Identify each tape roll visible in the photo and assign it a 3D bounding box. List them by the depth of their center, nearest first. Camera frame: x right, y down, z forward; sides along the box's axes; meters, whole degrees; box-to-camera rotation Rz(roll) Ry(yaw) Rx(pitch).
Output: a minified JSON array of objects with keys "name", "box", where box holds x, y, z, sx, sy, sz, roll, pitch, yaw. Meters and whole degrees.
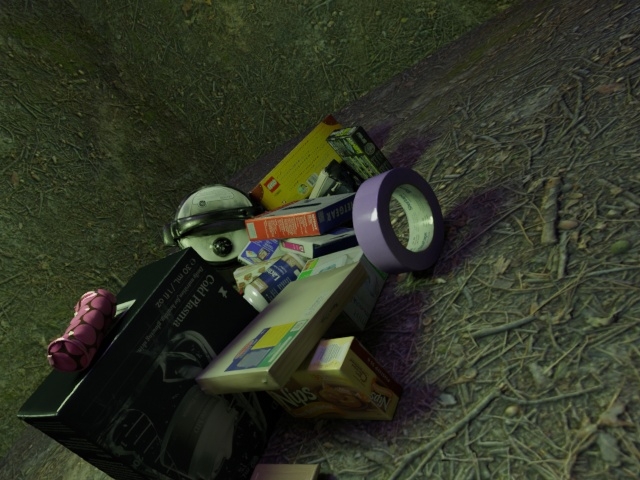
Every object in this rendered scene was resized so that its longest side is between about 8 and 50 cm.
[{"name":"tape roll","box":[0.213,-0.051,1.302,0.090,0.275,0.275,-15,34,47]}]

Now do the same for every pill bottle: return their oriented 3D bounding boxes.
[{"name":"pill bottle","box":[-0.153,0.172,1.609,0.264,0.153,0.153,-40,20,-18]}]

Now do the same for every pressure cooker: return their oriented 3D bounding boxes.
[{"name":"pressure cooker","box":[-0.414,-0.032,2.037,0.370,0.375,0.420,-54,-4,-17]}]

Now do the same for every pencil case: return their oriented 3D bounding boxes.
[{"name":"pencil case","box":[-0.515,0.194,1.057,0.098,0.095,0.209,-4,23,-4]}]

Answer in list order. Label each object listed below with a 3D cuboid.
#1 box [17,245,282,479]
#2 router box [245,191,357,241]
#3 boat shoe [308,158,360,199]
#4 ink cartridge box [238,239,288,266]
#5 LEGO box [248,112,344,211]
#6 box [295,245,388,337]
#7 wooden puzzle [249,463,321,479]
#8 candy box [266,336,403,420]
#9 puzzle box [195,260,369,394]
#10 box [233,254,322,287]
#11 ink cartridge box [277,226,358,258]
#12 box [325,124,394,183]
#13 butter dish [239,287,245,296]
[{"name":"box","box":[-0.363,0.361,1.240,0.297,0.472,0.480,-18,32,42]},{"name":"router box","box":[-0.055,-0.089,1.795,0.301,0.082,0.335,-5,13,31]},{"name":"boat shoe","box":[0.055,-0.185,2.032,0.127,0.158,0.340,-48,-7,-23]},{"name":"ink cartridge box","box":[-0.175,0.049,1.868,0.208,0.206,0.045,-57,-4,-33]},{"name":"LEGO box","box":[-0.093,-0.300,2.249,0.500,0.193,0.372,-46,5,-10]},{"name":"box","box":[0.037,0.155,1.421,0.262,0.127,0.231,-17,31,45]},{"name":"wooden puzzle","box":[-0.104,0.574,1.007,0.238,0.044,0.221,-27,26,42]},{"name":"candy box","box":[0.001,0.317,1.101,0.316,0.183,0.088,-18,31,45]},{"name":"puzzle box","box":[-0.082,0.203,1.167,0.272,0.052,0.409,-19,17,42]},{"name":"box","box":[-0.148,0.094,1.751,0.323,0.063,0.067,-16,13,7]},{"name":"ink cartridge box","box":[0.000,0.000,1.660,0.175,0.069,0.371,-16,9,-24]},{"name":"box","box":[0.163,-0.312,1.866,0.060,0.270,0.216,-48,22,-12]},{"name":"butter dish","box":[-0.247,0.260,1.720,0.160,0.118,0.160,-130,50,-81]}]
